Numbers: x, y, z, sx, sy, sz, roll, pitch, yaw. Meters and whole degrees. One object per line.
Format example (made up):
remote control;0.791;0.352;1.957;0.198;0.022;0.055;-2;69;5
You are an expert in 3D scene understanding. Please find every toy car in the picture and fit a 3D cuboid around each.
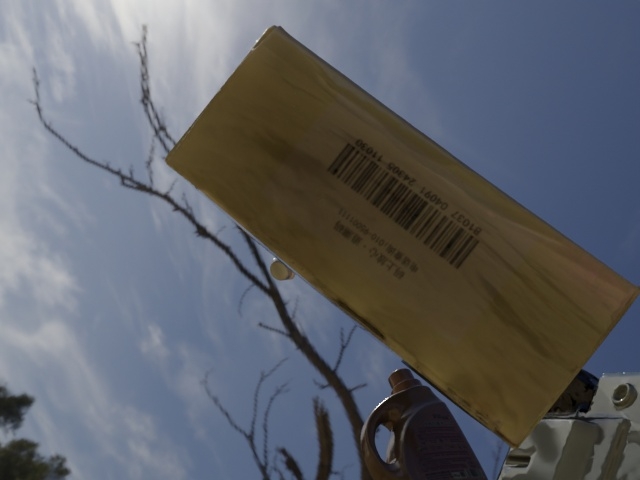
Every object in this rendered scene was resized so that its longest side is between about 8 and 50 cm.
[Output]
toy car;0.236;0.192;0.536;0.166;0.198;0.314;35;-25;-13

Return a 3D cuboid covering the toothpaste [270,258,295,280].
toothpaste;0.000;0.000;0.857;0.048;0.190;0.031;-2;-72;29

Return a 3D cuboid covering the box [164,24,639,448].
box;0.040;0.005;0.424;0.212;0.095;0.168;38;-1;11

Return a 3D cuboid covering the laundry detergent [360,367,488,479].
laundry detergent;0.131;0.289;1.136;0.076;0.171;0.237;-63;-143;33
